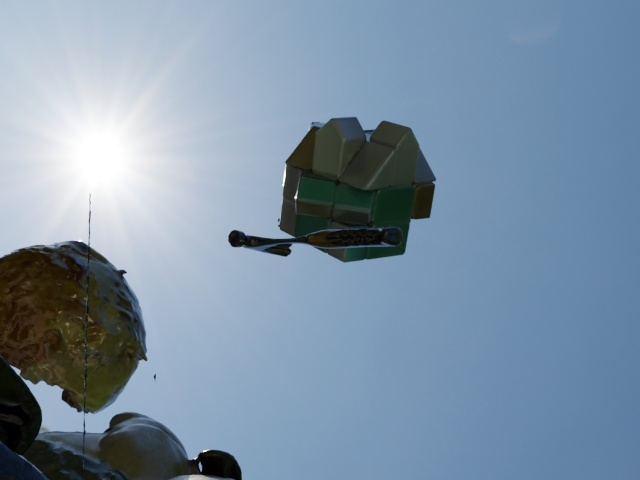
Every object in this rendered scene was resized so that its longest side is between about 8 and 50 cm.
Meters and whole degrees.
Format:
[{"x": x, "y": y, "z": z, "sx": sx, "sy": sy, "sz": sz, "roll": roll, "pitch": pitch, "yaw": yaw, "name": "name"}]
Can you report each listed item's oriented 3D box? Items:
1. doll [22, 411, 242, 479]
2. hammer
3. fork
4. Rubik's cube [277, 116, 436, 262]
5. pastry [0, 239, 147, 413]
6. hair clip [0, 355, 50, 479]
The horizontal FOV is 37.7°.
[{"x": -0.124, "y": 0.259, "z": 0.688, "sx": 0.349, "sy": 0.247, "sz": 0.248, "roll": 18, "pitch": -81, "yaw": 20, "name": "doll"}, {"x": 0.000, "y": 0.000, "z": 0.993, "sx": 0.200, "sy": 0.078, "sz": 0.021, "roll": -2, "pitch": -101, "yaw": 37, "name": "hammer"}, {"x": -0.044, "y": 0.107, "z": 0.192, "sx": 0.039, "sy": 0.021, "sz": 0.235, "roll": 161, "pitch": -68, "yaw": -71, "name": "fork"}, {"x": 0.048, "y": -0.097, "z": 1.504, "sx": 0.224, "sy": 0.265, "sz": 0.213, "roll": 27, "pitch": -64, "yaw": 45, "name": "Rubik's cube"}, {"x": -0.346, "y": 0.092, "z": 1.306, "sx": 0.170, "sy": 0.237, "sz": 0.256, "roll": -36, "pitch": -136, "yaw": 12, "name": "pastry"}, {"x": -0.269, "y": 0.172, "z": 0.427, "sx": 0.310, "sy": 0.206, "sz": 0.194, "roll": -56, "pitch": -144, "yaw": 8, "name": "hair clip"}]
